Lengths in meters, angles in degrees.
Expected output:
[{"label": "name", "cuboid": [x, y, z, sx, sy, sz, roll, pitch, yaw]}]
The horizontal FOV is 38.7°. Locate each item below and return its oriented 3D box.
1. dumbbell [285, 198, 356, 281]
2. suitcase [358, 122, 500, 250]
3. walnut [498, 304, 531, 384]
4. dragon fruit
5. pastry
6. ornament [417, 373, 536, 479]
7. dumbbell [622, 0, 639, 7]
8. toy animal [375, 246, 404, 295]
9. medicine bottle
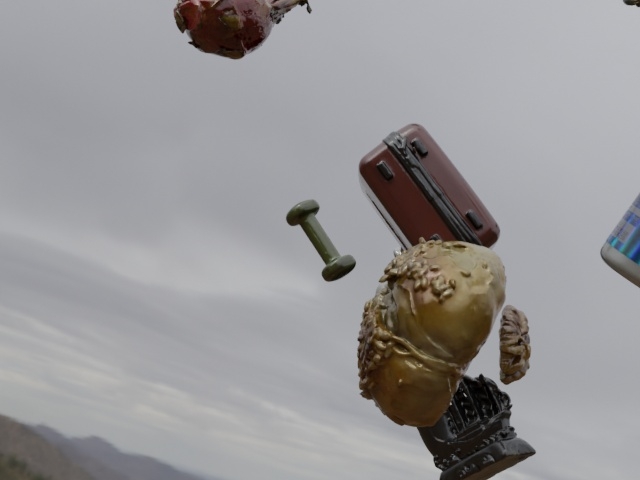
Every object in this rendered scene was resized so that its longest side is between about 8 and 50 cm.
[{"label": "dumbbell", "cuboid": [0.000, 0.000, 1.250, 0.052, 0.118, 0.046, -15, -24, -44]}, {"label": "suitcase", "cuboid": [0.208, -0.064, 1.786, 0.297, 0.161, 0.236, 54, -2, 11]}, {"label": "walnut", "cuboid": [0.411, 0.221, 1.933, 0.069, 0.170, 0.142, 2, -44, 12]}, {"label": "dragon fruit", "cuboid": [-0.116, -0.364, 1.464, 0.246, 0.125, 0.125, -24, 25, -35]}, {"label": "pastry", "cuboid": [0.156, 0.135, 1.439, 0.184, 0.315, 0.284, 27, 21, 4]}, {"label": "ornament", "cuboid": [0.290, 0.368, 1.890, 0.106, 0.260, 0.251, 1, -30, -43]}, {"label": "dumbbell", "cuboid": [0.643, -0.560, 1.886, 0.082, 0.081, 0.254, -5, -58, 49]}, {"label": "toy animal", "cuboid": [0.210, 0.103, 1.941, 0.179, 0.193, 0.127, 29, -10, 6]}, {"label": "medicine bottle", "cuboid": [0.378, -0.034, 0.918, 0.107, 0.191, 0.107, 30, 13, -8]}]
